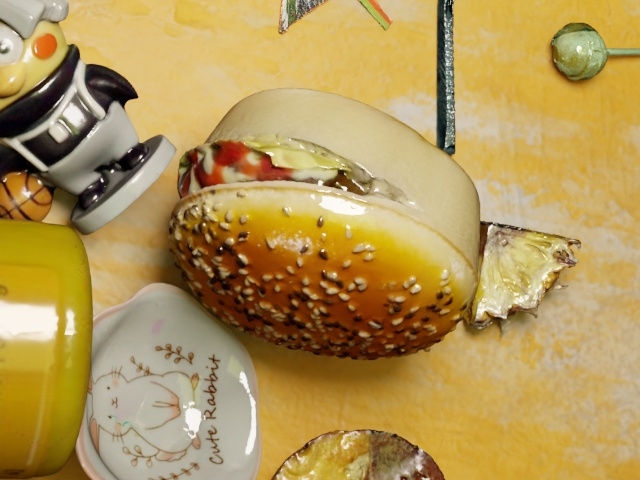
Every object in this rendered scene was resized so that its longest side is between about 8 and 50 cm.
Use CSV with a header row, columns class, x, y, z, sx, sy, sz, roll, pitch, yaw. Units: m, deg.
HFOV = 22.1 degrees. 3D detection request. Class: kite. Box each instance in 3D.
class,x,y,z,sx,sy,sz,roll,pitch,yaw
kite,0.022,-0.276,1.637,0.190,0.010,0.159,-35,100,-16

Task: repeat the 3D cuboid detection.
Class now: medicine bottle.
class,x,y,z,sx,sy,sz,roll,pitch,yaw
medicine bottle,-0.395,0.082,1.355,0.384,0.224,0.224,5,86,-20

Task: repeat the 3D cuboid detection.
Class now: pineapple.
class,x,y,z,sx,sy,sz,roll,pitch,yaw
pineapple,0.189,0.026,1.649,0.137,0.069,0.116,-41,101,-15

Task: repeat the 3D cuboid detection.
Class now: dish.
class,x,y,z,sx,sy,sz,roll,pitch,yaw
dish,-0.157,0.157,1.492,0.229,0.081,0.229,19,63,-42

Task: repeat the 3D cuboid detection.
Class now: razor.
class,x,y,z,sx,sy,sz,roll,pitch,yaw
razor,0.131,-0.182,1.662,0.066,0.033,0.190,0,93,-20

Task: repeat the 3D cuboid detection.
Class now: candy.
class,x,y,z,sx,sy,sz,roll,pitch,yaw
candy,0.331,-0.201,1.728,0.202,0.061,0.061,-5,89,-28

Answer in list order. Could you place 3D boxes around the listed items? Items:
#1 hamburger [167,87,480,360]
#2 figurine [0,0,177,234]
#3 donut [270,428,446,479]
class,x,y,z,sx,sy,sz,roll,pitch,yaw
hamburger,0.000,0.000,1.474,0.300,0.300,0.176,28,63,-16
figurine,-0.260,-0.120,1.467,0.176,0.133,0.236,-40,107,2
donut,0.030,0.261,1.577,0.184,0.073,0.166,-9,91,-19
